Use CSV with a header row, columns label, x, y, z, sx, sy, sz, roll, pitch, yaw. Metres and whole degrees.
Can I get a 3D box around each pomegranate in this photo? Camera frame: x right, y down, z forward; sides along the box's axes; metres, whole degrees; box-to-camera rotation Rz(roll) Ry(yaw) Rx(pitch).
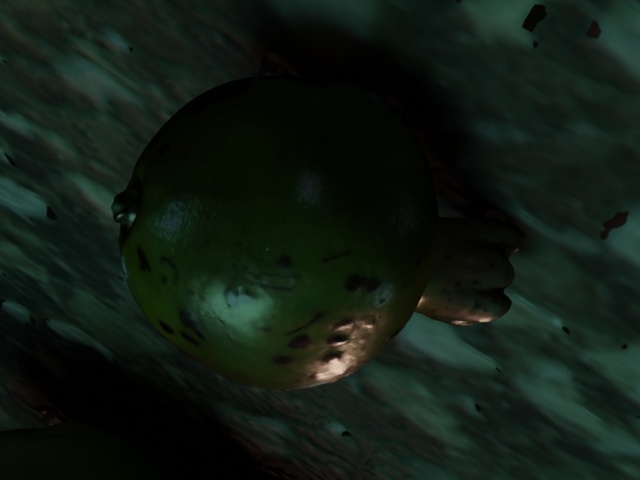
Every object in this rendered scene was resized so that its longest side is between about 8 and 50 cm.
label,x,y,z,sx,sy,sz,roll,pitch,yaw
pomegranate,-0.003,0.002,0.384,0.073,0.073,0.084,12,164,43

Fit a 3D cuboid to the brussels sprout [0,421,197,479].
label,x,y,z,sx,sy,sz,roll,pitch,yaw
brussels sprout,-0.086,0.200,0.680,0.259,0.227,0.294,60,-178,-28
